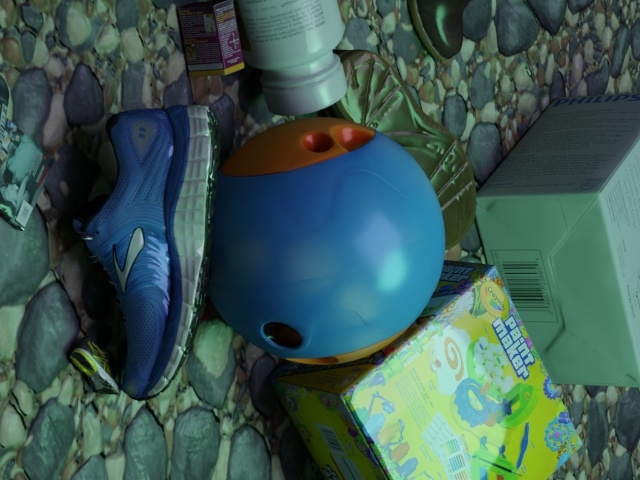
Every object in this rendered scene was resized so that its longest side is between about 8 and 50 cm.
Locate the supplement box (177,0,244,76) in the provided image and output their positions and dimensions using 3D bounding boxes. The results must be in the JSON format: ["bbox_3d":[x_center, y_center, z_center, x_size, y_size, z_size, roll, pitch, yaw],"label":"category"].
[{"bbox_3d":[-0.128,-0.236,1.890,0.043,0.055,0.083,-31,117,-54],"label":"supplement box"}]

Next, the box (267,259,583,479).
[{"bbox_3d":[0.139,0.220,2.080,0.279,0.177,0.290,-37,111,-25],"label":"box"}]

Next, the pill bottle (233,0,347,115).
[{"bbox_3d":[-0.044,-0.273,1.947,0.131,0.131,0.229,-45,128,-47],"label":"pill bottle"}]

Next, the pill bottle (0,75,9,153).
[{"bbox_3d":[-0.356,-0.087,1.477,0.130,0.130,0.245,20,74,-56],"label":"pill bottle"}]

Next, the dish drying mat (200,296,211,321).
[{"bbox_3d":[-0.156,0.088,1.901,0.083,0.008,0.032,-28,115,-54],"label":"dish drying mat"}]

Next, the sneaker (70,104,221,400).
[{"bbox_3d":[-0.193,0.011,1.748,0.130,0.147,0.330,-74,171,-77],"label":"sneaker"}]

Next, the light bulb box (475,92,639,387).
[{"bbox_3d":[0.450,-0.007,2.629,0.361,0.225,0.358,-46,128,-47],"label":"light bulb box"}]

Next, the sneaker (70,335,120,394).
[{"bbox_3d":[-0.237,0.136,1.756,0.083,0.031,0.035,59,42,-42],"label":"sneaker"}]

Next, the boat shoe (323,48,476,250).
[{"bbox_3d":[0.090,-0.127,2.165,0.123,0.123,0.342,-49,125,-12],"label":"boat shoe"}]

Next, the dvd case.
[{"bbox_3d":[-0.322,-0.076,1.636,0.119,0.013,0.087,45,55,-47],"label":"dvd case"}]

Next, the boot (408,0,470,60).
[{"bbox_3d":[0.227,-0.378,2.289,0.090,0.207,0.248,-32,118,-52],"label":"boot"}]

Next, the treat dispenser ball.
[{"bbox_3d":[0.000,0.000,1.881,0.288,0.288,0.288,-3,94,-57],"label":"treat dispenser ball"}]
